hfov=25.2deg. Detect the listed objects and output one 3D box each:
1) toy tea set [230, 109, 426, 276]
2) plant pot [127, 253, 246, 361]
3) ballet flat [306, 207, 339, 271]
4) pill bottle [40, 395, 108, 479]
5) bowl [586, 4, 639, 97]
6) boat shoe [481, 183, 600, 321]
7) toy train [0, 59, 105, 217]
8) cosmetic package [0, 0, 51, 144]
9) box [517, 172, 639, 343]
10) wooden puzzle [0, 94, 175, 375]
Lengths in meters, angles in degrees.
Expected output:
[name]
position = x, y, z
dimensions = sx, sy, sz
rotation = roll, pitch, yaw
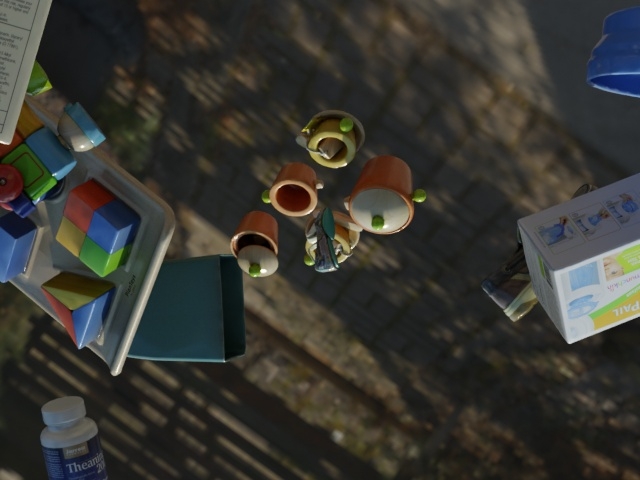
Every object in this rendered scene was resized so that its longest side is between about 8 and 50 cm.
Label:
[toy tea set]
position = -0.002, -0.031, 2.132
dimensions = 0.200, 0.124, 0.336
rotation = 29, 131, -15
[plant pot]
position = -0.252, 0.110, 2.273
dimensions = 0.234, 0.165, 0.166
rotation = -3, 179, 8
[ballet flat]
position = 0.000, 0.000, 1.930
dimensions = 0.041, 0.114, 0.041
rotation = -3, 133, -3
[pill bottle]
position = -0.286, 0.245, 1.656
dimensions = 0.067, 0.067, 0.120
rotation = 9, 114, 52
[bowl]
position = 0.478, -0.188, 1.498
dimensions = 0.391, 0.077, 0.391
rotation = 5, -179, 0
[boat shoe]
position = 0.269, -0.001, 1.714
dimensions = 0.073, 0.223, 0.080
rotation = 40, 149, -1
[toy train]
position = -0.366, -0.160, 1.601
dimensions = 0.248, 0.143, 0.105
rotation = 50, 173, 1
[cosmetic package]
position = -0.345, -0.264, 1.374
dimensions = 0.160, 0.309, 0.113
rotation = 13, -173, -39
[box]
position = 0.336, 0.009, 1.569
dimensions = 0.103, 0.203, 0.114
rotation = -116, 6, -52
[wooden puzzle]
position = -0.378, -0.008, 2.034
dimensions = 0.348, 0.080, 0.322
rotation = 41, 132, 18
